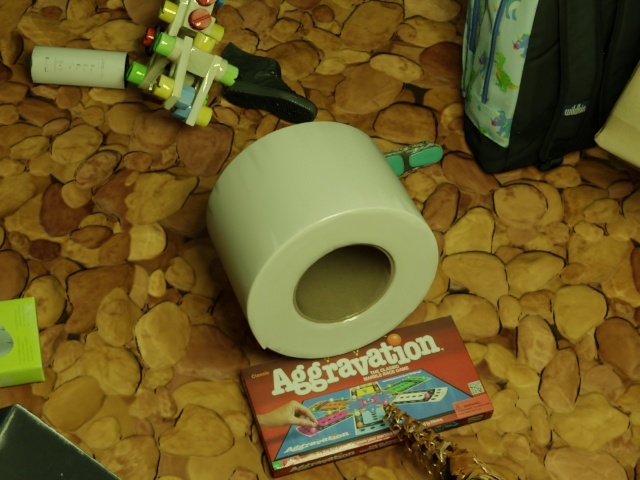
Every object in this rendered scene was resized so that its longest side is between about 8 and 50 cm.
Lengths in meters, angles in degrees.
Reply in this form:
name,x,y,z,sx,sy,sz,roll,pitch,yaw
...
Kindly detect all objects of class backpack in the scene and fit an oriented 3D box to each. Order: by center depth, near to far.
name,x,y,z,sx,sy,sz,roll,pitch,yaw
backpack,0.327,-0.307,1.725,0.290,0.355,0.273,-19,57,-16

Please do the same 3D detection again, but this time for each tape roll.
name,x,y,z,sx,sy,sz,roll,pitch,yaw
tape roll,0.000,0.000,1.536,0.246,0.246,0.169,-15,47,-14

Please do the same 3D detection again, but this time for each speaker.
name,x,y,z,sx,sy,sz,roll,pitch,yaw
speaker,-0.344,-0.249,1.820,0.136,0.055,0.055,4,54,-1

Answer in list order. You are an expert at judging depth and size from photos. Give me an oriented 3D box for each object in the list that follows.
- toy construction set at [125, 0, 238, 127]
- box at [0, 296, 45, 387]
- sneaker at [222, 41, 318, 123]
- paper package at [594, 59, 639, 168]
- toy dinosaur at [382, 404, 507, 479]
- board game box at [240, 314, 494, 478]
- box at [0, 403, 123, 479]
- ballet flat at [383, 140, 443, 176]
name,x,y,z,sx,sy,sz,roll,pitch,yaw
toy construction set,-0.158,-0.314,1.775,0.151,0.215,0.327,37,76,-20
box,-0.434,0.133,1.550,0.178,0.042,0.109,-8,55,-11
sneaker,-0.072,-0.228,1.825,0.170,0.051,0.089,15,57,16
paper package,0.545,-0.111,1.615,0.325,0.309,0.168,31,101,20
toy dinosaur,0.162,0.331,1.416,0.218,0.164,0.322,-17,38,-32
board game box,0.056,0.187,1.555,0.281,0.027,0.145,-14,55,-13
box,-0.378,0.362,1.205,0.179,0.312,0.343,42,52,-23
ballet flat,0.114,-0.113,1.771,0.114,0.041,0.041,-16,57,-15
